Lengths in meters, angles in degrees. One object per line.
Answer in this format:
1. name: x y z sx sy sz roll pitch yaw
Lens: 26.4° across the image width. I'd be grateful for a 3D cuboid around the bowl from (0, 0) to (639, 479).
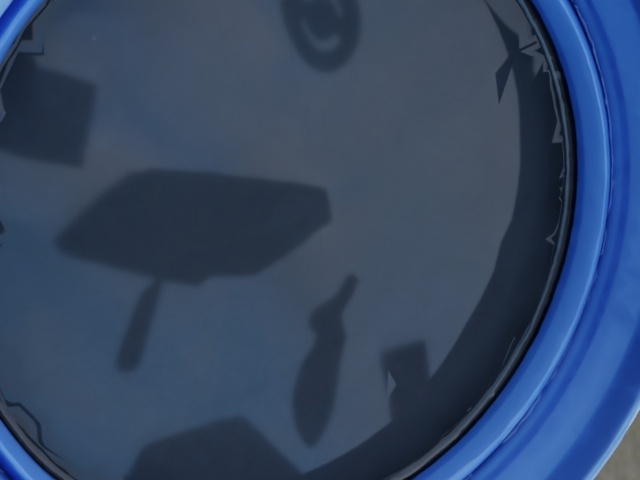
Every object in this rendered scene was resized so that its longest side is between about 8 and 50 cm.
1. bowl: 0.000 0.000 0.631 0.077 0.391 0.391 31 -47 60
